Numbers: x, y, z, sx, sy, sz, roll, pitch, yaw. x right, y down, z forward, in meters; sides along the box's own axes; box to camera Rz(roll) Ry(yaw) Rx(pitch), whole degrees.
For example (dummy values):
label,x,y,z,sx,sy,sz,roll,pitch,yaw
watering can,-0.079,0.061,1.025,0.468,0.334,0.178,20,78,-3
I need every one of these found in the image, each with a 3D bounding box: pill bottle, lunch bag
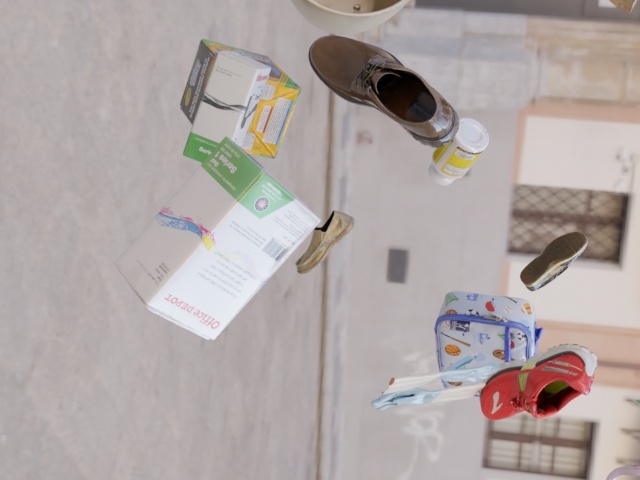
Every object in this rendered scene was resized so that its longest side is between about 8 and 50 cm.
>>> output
label,x,y,z,sx,sy,sz,roll,pitch,yaw
pill bottle,0.218,-0.139,1.626,0.116,0.065,0.065,123,-19,-54
lunch bag,0.397,0.250,2.377,0.303,0.243,0.115,79,26,-43

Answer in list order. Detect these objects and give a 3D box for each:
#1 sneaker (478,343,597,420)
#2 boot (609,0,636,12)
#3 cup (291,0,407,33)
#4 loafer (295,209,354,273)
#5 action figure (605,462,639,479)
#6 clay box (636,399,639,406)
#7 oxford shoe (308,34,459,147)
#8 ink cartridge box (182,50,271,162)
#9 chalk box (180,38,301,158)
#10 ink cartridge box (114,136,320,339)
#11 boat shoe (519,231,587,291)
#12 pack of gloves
label,x,y,z,sx,sy,sz,roll,pitch,yaw
sneaker,0.398,0.288,1.909,0.279,0.107,0.118,-38,-156,43
boot,0.617,-0.410,1.615,0.211,0.295,0.104,-55,173,-20
cup,0.056,-0.591,2.261,0.237,0.330,0.331,111,-13,-71
loafer,0.000,0.000,1.912,0.148,0.050,0.056,-47,-164,1
action figure,0.685,0.387,1.907,0.370,0.275,0.248,83,-7,-62
clay box,0.798,0.379,2.229,0.053,0.127,0.222,-38,178,-16
oxford shoe,0.073,-0.207,1.281,0.083,0.227,0.096,-58,157,0
ink cartridge box,-0.178,-0.252,1.946,0.153,0.086,0.209,-59,170,-77
chalk box,-0.196,-0.334,2.296,0.289,0.179,0.180,54,-53,53
ink cartridge box,-0.164,0.003,1.641,0.278,0.117,0.201,-48,145,2
boat shoe,0.454,0.041,1.963,0.056,0.152,0.049,56,1,39
pack of gloves,0.213,0.264,1.921,0.195,0.232,0.046,120,-38,-60
